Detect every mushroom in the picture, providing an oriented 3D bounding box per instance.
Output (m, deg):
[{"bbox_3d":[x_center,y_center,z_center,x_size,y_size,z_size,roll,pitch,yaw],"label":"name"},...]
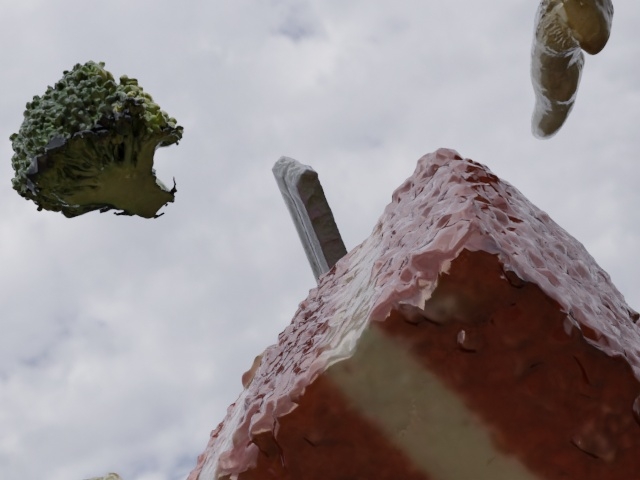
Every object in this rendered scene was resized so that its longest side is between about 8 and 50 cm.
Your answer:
[{"bbox_3d":[0.183,-0.131,0.876,0.054,0.059,0.202,17,-20,10],"label":"mushroom"}]

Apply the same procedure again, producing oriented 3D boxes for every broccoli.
[{"bbox_3d":[-0.320,-0.146,1.636,0.242,0.180,0.273,-35,-25,14],"label":"broccoli"}]

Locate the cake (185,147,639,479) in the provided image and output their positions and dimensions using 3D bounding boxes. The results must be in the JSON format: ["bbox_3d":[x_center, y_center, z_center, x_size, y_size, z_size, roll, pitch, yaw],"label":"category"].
[{"bbox_3d":[0.083,0.141,0.797,0.269,0.270,0.319,42,-74,-7],"label":"cake"}]

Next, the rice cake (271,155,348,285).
[{"bbox_3d":[0.000,0.001,1.912,0.050,0.106,0.298,-30,-62,-16],"label":"rice cake"}]

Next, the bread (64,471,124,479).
[{"bbox_3d":[-0.199,0.366,1.054,0.111,0.239,0.246,-10,-75,-13],"label":"bread"}]
